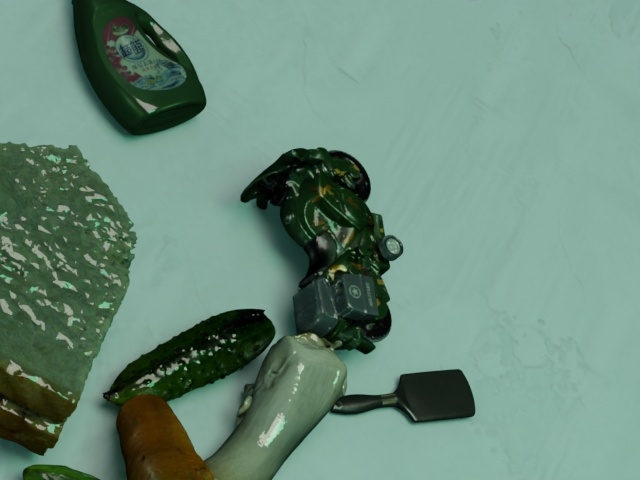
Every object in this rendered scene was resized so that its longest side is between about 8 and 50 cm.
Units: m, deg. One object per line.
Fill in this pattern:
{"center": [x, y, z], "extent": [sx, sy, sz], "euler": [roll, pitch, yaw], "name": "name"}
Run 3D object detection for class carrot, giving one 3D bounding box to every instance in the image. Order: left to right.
{"center": [-0.160, 0.232, 1.788], "extent": [0.087, 0.087, 0.193], "euler": [1, 33, -29], "name": "carrot"}

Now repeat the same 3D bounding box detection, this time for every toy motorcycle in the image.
{"center": [0.000, 0.000, 2.050], "extent": [0.187, 0.125, 0.274], "euler": [11, 55, -34], "name": "toy motorcycle"}

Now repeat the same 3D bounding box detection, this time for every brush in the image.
{"center": [0.095, 0.185, 2.049], "extent": [0.193, 0.016, 0.063], "euler": [-1, 61, -30], "name": "brush"}

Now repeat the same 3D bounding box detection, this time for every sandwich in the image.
{"center": [-0.332, 0.030, 1.818], "extent": [0.262, 0.131, 0.325], "euler": [29, 46, -16], "name": "sandwich"}

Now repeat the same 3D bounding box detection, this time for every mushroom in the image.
{"center": [-0.058, 0.204, 1.902], "extent": [0.099, 0.096, 0.278], "euler": [34, 57, 4], "name": "mushroom"}

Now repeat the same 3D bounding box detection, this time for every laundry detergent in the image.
{"center": [-0.230, -0.229, 2.107], "extent": [0.137, 0.063, 0.211], "euler": [-20, 69, -39], "name": "laundry detergent"}

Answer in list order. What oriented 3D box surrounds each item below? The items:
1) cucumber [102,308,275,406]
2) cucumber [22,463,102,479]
{"center": [-0.143, 0.131, 1.922], "extent": [0.227, 0.069, 0.069], "euler": [-25, 75, -34], "name": "cucumber"}
{"center": [-0.192, 0.293, 1.797], "extent": [0.250, 0.056, 0.056], "euler": [33, 50, -5], "name": "cucumber"}
